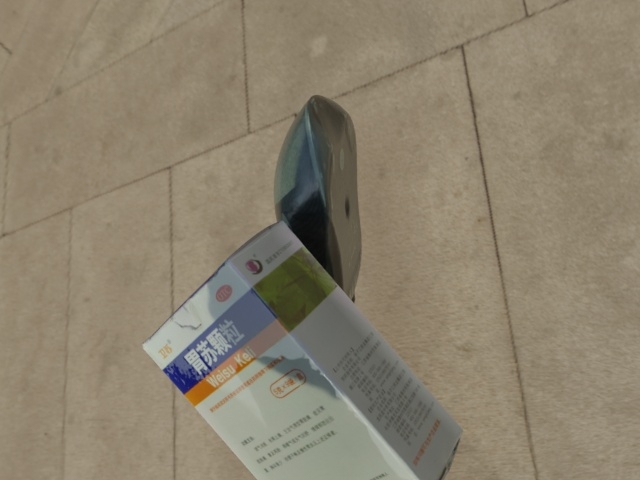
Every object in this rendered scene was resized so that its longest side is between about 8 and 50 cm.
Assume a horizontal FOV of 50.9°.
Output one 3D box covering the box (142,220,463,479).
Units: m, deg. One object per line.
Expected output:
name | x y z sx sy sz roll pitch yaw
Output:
box | -0.024 0.158 0.724 0.299 0.106 0.200 48 129 0

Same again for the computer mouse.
computer mouse | 0.000 0.000 0.852 0.090 0.167 0.380 2 123 16
